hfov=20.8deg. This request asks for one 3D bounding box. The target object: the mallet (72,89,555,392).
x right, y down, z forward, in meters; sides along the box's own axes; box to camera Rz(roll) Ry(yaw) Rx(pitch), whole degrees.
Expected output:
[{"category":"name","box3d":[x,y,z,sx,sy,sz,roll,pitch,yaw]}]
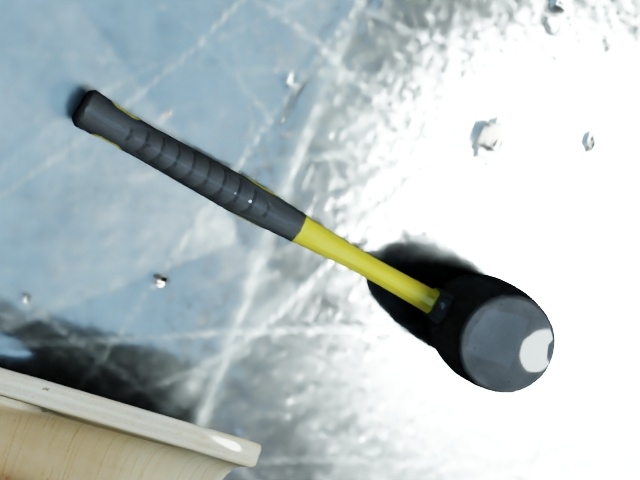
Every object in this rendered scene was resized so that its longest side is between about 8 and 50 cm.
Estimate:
[{"category":"mallet","box3d":[0.000,0.000,0.614,0.189,0.062,0.039,29,92,-18]}]

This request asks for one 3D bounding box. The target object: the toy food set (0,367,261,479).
[{"category":"toy food set","box3d":[-0.167,0.180,0.588,0.219,0.092,0.306,18,95,-18]}]
